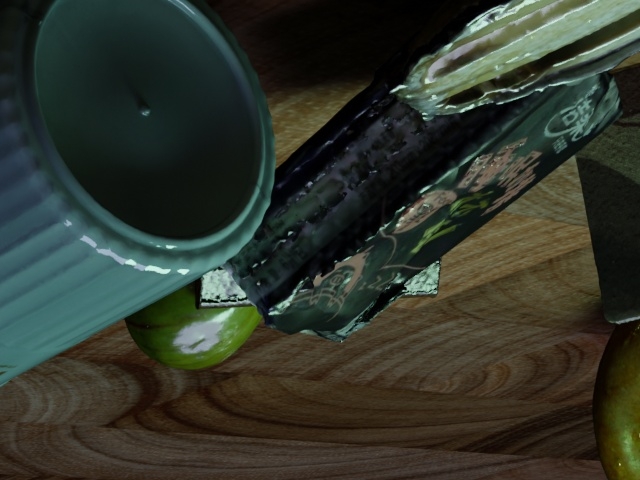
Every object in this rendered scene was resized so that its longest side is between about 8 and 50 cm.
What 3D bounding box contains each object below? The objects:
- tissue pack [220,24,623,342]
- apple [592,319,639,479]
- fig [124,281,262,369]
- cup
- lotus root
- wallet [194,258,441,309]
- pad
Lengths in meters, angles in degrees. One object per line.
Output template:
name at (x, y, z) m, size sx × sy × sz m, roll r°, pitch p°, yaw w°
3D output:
tissue pack at (0.079, -0.058, 1.552) m, size 0.332 × 0.123 × 0.245 m, roll -40°, pitch 165°, yaw 5°
apple at (0.528, 0.196, 2.475) m, size 0.374 × 0.374 × 0.384 m, roll 7°, pitch 120°, yaw -37°
fig at (-0.074, 0.039, 1.975) m, size 0.259 × 0.151 × 0.151 m, roll -16°, pitch 162°, yaw 10°
cup at (-0.234, -0.074, 1.451) m, size 0.311 × 0.331 × 0.257 m, roll -25°, pitch -171°, yaw 42°
lotus root at (0.190, -0.186, 1.351) m, size 0.329 × 0.078 × 0.167 m, roll -25°, pitch 154°, yaw 8°
wallet at (0.000, 0.000, 1.906) m, size 0.243 × 0.132 × 0.039 m, roll -2°, pitch -161°, yaw -14°
pad at (0.376, -0.064, 1.656) m, size 0.330 × 0.220 × 0.004 m, roll -13°, pitch 172°, yaw 24°
